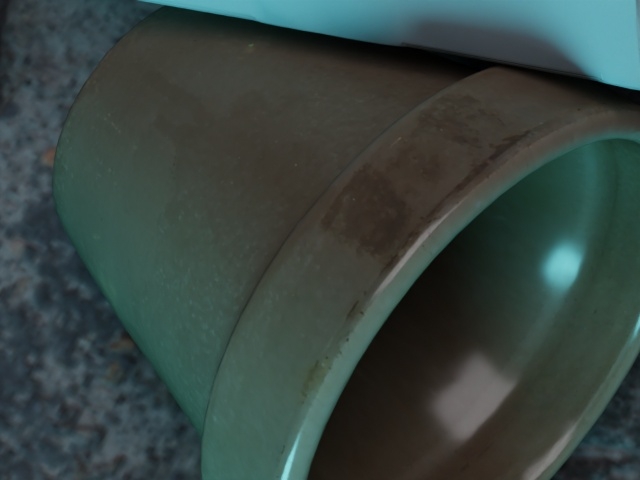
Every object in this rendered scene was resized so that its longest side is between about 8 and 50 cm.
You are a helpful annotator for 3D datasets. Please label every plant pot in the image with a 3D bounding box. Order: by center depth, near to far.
[{"bbox_3d":[0.000,0.000,0.908,0.229,0.263,0.263,38,74,29],"label":"plant pot"}]

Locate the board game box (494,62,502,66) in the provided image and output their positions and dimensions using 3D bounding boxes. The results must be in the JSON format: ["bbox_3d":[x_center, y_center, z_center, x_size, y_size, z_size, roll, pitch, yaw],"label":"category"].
[{"bbox_3d":[0.209,-0.241,1.029,0.347,0.078,0.233,-20,55,-7],"label":"board game box"}]

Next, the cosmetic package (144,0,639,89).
[{"bbox_3d":[0.073,-0.244,0.915,0.284,0.097,0.377,10,49,25],"label":"cosmetic package"}]
